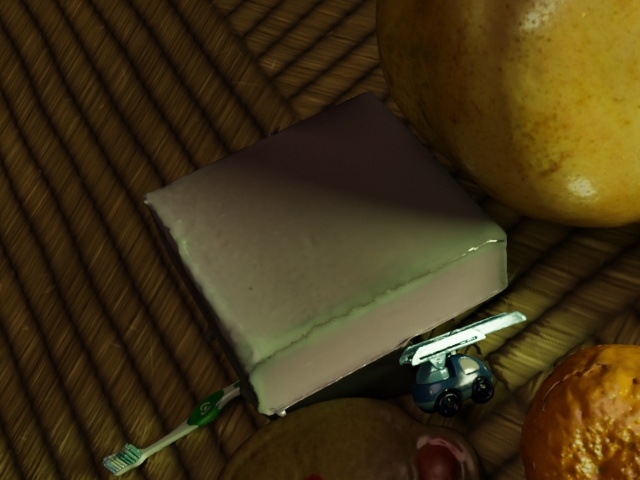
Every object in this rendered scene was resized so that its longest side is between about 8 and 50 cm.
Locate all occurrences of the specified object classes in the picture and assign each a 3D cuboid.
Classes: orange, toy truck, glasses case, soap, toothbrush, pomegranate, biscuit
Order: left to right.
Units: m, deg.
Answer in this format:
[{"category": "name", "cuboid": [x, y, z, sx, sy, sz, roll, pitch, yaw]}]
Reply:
[{"category": "toothbrush", "cuboid": [-0.122, 0.192, 1.145, 0.304, 0.030, 0.030, -31, 56, 10]}, {"category": "soap", "cuboid": [0.000, 0.000, 1.043, 0.296, 0.107, 0.285, -26, 48, -10]}, {"category": "glasses case", "cuboid": [0.013, 0.147, 1.060, 0.191, 0.072, 0.042, -16, 54, 22]}, {"category": "biscuit", "cuboid": [0.027, 0.340, 0.969, 0.359, 0.074, 0.381, -23, 55, 20]}, {"category": "toy truck", "cuboid": [0.150, 0.124, 0.996, 0.136, 0.063, 0.074, -17, 90, -21]}, {"category": "pomegranate", "cuboid": [0.243, -0.225, 0.922, 0.417, 0.417, 0.416, -12, 62, 24]}, {"category": "orange", "cuboid": [0.269, 0.181, 0.849, 0.193, 0.161, 0.193, -7, 77, 30]}]

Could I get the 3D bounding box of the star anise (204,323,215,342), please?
[{"category": "star anise", "cuboid": [-0.065, 0.055, 1.151, 0.182, 0.065, 0.195, -30, 58, 14]}]
